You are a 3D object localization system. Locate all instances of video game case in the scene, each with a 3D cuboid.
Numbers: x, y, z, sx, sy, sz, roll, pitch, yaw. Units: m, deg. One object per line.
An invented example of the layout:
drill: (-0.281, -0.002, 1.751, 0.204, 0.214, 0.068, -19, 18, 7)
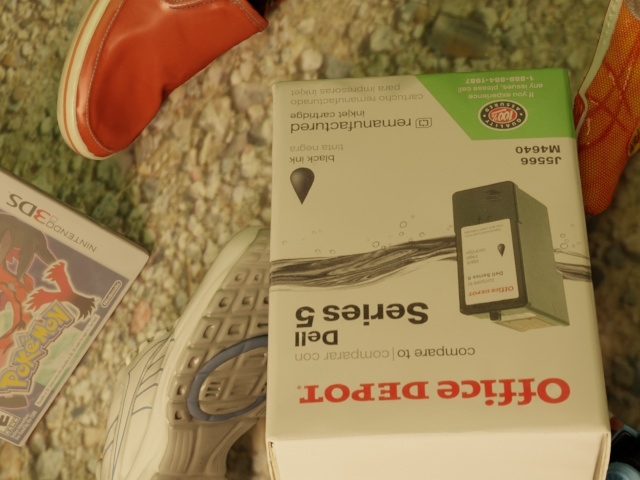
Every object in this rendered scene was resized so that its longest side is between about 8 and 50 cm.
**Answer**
video game case: (-0.267, 0.050, 1.192, 0.201, 0.183, 0.023, -55, 29, 5)

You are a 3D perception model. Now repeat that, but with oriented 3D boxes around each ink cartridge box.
ink cartridge box: (0.069, 0.031, 0.927, 0.198, 0.114, 0.272, -3, 55, 3)

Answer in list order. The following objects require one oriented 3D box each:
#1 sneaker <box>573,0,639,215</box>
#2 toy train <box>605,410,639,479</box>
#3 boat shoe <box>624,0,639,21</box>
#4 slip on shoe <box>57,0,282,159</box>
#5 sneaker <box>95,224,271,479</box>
sneaker: (0.216, -0.100, 1.011, 0.067, 0.064, 0.175, 16, 86, 24)
toy train: (0.149, 0.185, 0.951, 0.184, 0.080, 0.105, -50, 50, 9)
boat shoe: (0.333, -0.167, 0.870, 0.324, 0.116, 0.123, 14, 88, 55)
slip on shoe: (-0.097, -0.198, 1.206, 0.101, 0.123, 0.331, 42, 93, 30)
sneaker: (-0.104, 0.110, 1.081, 0.129, 0.111, 0.297, 48, 119, 43)
